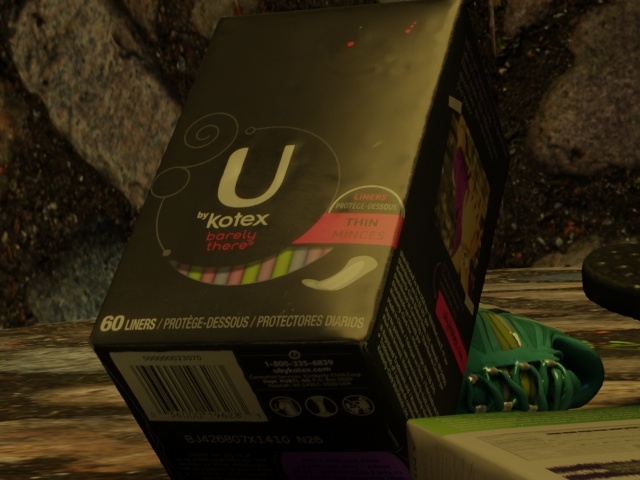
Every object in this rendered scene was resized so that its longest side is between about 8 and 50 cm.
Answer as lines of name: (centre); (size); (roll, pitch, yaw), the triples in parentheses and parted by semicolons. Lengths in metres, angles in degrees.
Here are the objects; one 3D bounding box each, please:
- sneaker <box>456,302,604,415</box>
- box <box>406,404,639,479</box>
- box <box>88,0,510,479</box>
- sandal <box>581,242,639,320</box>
sneaker: (0.112, 0.088, 1.137); (0.110, 0.107, 0.275); (12, 9, 24)
box: (0.186, 0.113, 0.746); (0.232, 0.058, 0.322); (-3, 3, -10)
box: (0.000, 0.000, 1.011); (0.165, 0.270, 0.143); (-2, -43, 21)
sandal: (0.312, 0.084, 1.155); (0.168, 0.107, 0.446); (-2, 14, -23)
